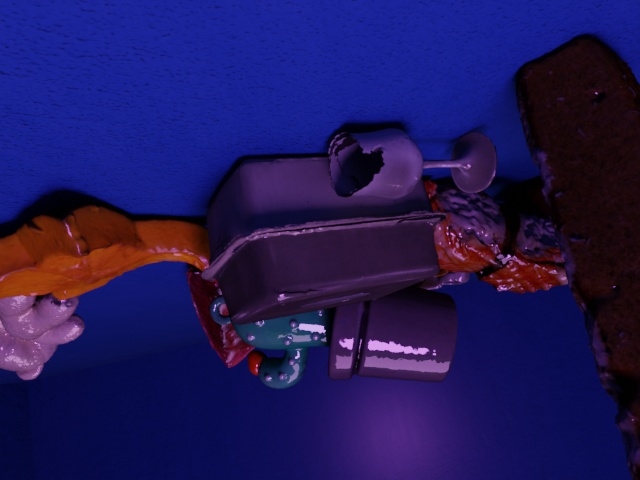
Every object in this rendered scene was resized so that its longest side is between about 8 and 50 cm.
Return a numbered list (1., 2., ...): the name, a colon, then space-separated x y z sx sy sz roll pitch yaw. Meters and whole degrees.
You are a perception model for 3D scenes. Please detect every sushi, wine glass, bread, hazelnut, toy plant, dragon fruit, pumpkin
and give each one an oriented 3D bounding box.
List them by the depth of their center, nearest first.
1. bread: 0.298 0.018 0.472 0.113 0.417 0.165 -23 159 38
2. wine glass: 0.106 -0.088 0.574 0.195 0.079 0.079 -7 166 -29
3. pumpkin: -0.301 0.030 0.664 0.258 0.095 0.290 -22 168 20
4. sushi: 0.266 -0.003 0.806 0.332 0.130 0.124 15 143 -17
5. toy plant: 0.009 0.140 0.838 0.399 0.185 0.280 9 125 2
6. hazelnut: 0.424 -0.031 0.941 0.177 0.178 0.204 -17 135 19
7. dragon fruit: -0.153 0.104 1.017 0.211 0.134 0.262 -20 135 -27

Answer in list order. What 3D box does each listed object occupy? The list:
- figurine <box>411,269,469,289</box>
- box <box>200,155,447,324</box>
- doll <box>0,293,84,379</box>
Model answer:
1. figurine: 0.119 0.056 0.994 0.342 0.167 0.285 -14 171 -19
2. box: 0.000 0.000 0.653 0.290 0.166 0.220 -7 165 -28
3. doll: -0.513 0.129 0.884 0.278 0.175 0.149 -35 -167 40
